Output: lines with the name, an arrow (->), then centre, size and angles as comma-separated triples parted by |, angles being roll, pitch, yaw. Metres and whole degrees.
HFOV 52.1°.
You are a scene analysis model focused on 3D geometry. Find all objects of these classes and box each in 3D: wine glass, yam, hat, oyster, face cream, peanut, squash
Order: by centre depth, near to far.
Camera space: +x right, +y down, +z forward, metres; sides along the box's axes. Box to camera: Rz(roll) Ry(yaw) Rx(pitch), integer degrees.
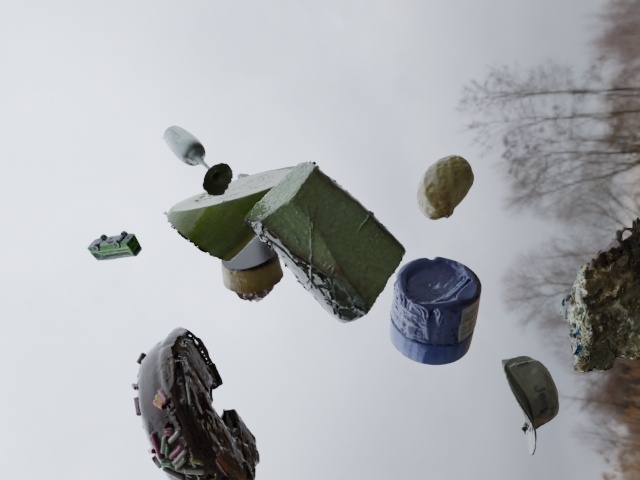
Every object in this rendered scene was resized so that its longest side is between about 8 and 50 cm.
oyster -> 0.484, 0.101, 1.062 | 0.198, 0.259, 0.092 | 41, -173, -18
yam -> 0.000, -0.001, 1.261 | 0.271, 0.201, 0.202 | 47, -118, -11
squash -> -0.177, -0.100, 1.370 | 0.260, 0.189, 0.189 | -51, -32, 6
wine glass -> -0.269, -0.181, 1.392 | 0.074, 0.262, 0.074 | -18, -53, -26
peanut -> 0.285, -0.126, 1.509 | 0.159, 0.109, 0.140 | -54, -4, -13
hat -> 0.546, 0.407, 1.633 | 0.245, 0.149, 0.214 | -105, -4, -81
face cream -> 0.326, 0.194, 1.882 | 0.249, 0.249, 0.225 | -48, -33, -48

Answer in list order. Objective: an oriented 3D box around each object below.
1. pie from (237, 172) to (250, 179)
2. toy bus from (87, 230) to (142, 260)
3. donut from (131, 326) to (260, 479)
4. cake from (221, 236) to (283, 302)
pie -> -0.213, -0.129, 2.066 | 0.041, 0.187, 0.187 | -23, -61, -12
toy bus -> -0.328, 0.010, 1.041 | 0.031, 0.083, 0.037 | -66, -39, -48
donut -> -0.237, 0.360, 1.247 | 0.345, 0.136, 0.259 | 62, -173, -21
cake -> -0.204, 0.111, 2.072 | 0.207, 0.185, 0.178 | -27, -58, -15
